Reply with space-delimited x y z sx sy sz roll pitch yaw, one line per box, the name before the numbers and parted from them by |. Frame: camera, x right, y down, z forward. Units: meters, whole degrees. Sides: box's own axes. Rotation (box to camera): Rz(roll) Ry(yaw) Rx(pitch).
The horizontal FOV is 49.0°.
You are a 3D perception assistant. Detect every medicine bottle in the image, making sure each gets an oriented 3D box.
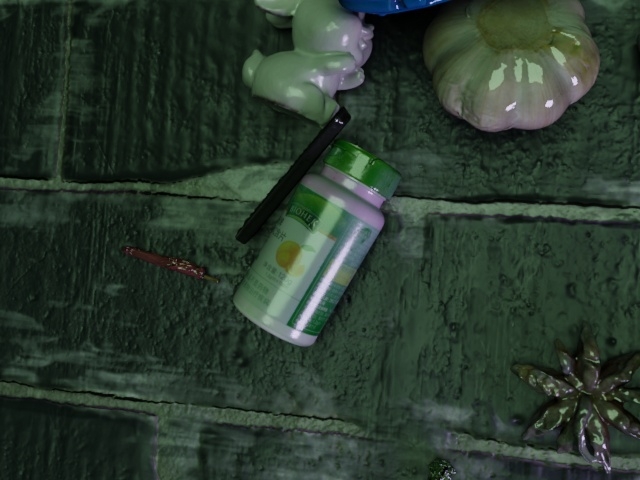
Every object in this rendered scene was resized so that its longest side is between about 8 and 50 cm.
medicine bottle | 0.000 0.000 0.972 0.133 0.133 0.274 32 92 12

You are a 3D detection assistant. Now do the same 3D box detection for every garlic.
garlic | 0.245 -0.239 0.921 0.228 0.152 0.228 -5 71 16

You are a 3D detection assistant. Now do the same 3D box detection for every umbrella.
umbrella | -0.229 0.035 1.072 0.165 0.027 0.025 17 116 10

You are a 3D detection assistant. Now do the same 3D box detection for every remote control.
remote control | -0.042 -0.088 0.986 0.025 0.063 0.245 41 117 -3

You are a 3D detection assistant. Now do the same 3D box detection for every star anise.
star anise | 0.345 0.199 0.917 0.195 0.065 0.182 16 89 17

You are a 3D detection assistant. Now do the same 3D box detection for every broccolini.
broccolini | 0.152 0.368 0.973 0.035 0.030 0.140 15 95 -23

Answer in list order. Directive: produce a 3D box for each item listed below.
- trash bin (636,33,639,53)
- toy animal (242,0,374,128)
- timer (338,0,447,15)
trash bin | 0.488 -0.222 0.915 0.116 0.059 0.130 -14 82 11
toy animal | -0.023 -0.266 0.997 0.178 0.127 0.193 16 92 15
timer | 0.167 -0.386 0.884 0.340 0.309 0.115 -11 119 11
